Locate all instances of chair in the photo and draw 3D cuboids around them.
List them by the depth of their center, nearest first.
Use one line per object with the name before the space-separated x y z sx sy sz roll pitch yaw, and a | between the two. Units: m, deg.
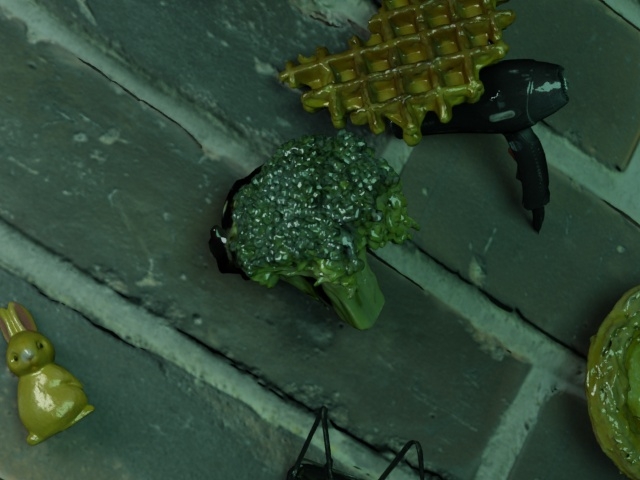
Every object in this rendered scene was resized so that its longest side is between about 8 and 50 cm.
chair | 0.012 0.336 1.791 0.140 0.221 0.145 23 33 -19

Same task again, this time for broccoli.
broccoli | 0.000 0.000 1.795 0.246 0.263 0.243 -20 123 11

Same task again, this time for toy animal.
toy animal | -0.327 0.145 1.686 0.083 0.070 0.159 -26 90 -22

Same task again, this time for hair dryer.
hair dryer | 0.229 -0.101 1.919 0.091 0.235 0.272 -71 143 -52

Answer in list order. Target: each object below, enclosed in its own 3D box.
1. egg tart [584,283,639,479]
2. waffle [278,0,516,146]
egg tart | 0.457 0.192 1.984 0.288 0.118 0.288 2 84 -21
waffle | 0.110 -0.254 1.853 0.259 0.069 0.293 23 75 22
